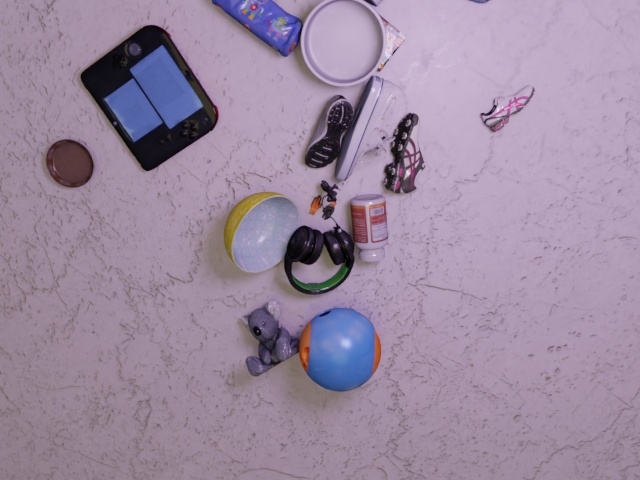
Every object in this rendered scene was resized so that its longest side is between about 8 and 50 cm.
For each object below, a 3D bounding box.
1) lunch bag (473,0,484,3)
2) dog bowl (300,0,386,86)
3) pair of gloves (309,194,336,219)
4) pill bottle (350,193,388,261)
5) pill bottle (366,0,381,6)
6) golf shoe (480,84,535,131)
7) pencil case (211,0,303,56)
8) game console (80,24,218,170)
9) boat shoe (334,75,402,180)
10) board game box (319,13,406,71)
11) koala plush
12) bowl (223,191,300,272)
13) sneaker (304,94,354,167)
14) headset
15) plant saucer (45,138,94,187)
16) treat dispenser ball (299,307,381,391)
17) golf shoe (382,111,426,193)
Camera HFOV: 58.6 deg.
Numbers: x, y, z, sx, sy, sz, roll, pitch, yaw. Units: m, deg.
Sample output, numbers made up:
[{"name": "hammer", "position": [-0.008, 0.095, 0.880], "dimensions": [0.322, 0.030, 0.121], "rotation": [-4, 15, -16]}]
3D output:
[{"name": "lunch bag", "position": [0.455, -0.843, 1.747], "dimensions": [0.219, 0.090, 0.176], "rotation": [18, 103, -4]}, {"name": "dog bowl", "position": [0.074, -0.622, 1.782], "dimensions": [0.265, 0.104, 0.265], "rotation": [2, 112, 6]}, {"name": "pair of gloves", "position": [0.008, -0.116, 2.001], "dimensions": [0.083, 0.010, 0.074], "rotation": [23, 104, -7]}, {"name": "pill bottle", "position": [0.170, -0.043, 1.958], "dimensions": [0.121, 0.121, 0.216], "rotation": [-5, 106, 3]}, {"name": "pill bottle", "position": [0.222, -0.893, 1.675], "dimensions": [0.210, 0.210, 0.363], "rotation": [38, 103, -8]}, {"name": "golf shoe", "position": [0.613, -0.445, 1.861], "dimensions": [0.186, 0.067, 0.086], "rotation": [-43, 99, 12]}, {"name": "pencil case", "position": [-0.191, -0.715, 1.785], "dimensions": [0.306, 0.119, 0.133], "rotation": [36, 93, -8]}, {"name": "game console", "position": [-0.560, -0.472, 1.895], "dimensions": [0.342, 0.060, 0.386], "rotation": [-31, 102, 9]}, {"name": "boat shoe", "position": [0.170, -0.343, 1.864], "dimensions": [0.156, 0.136, 0.367], "rotation": [16, 116, -13]}, {"name": "board game box", "position": [0.135, -0.680, 1.832], "dimensions": [0.259, 0.030, 0.136], "rotation": [37, 106, -8]}, {"name": "koala plush", "position": [-0.189, 0.342, 2.068], "dimensions": [0.196, 0.203, 0.221], "rotation": [-34, 81, 22]}, {"name": "bowl", "position": [-0.225, -0.051, 1.933], "dimensions": [0.156, 0.289, 0.289], "rotation": [34, 109, 36]}, {"name": "sneaker", "position": [0.027, -0.358, 1.897], "dimensions": [0.100, 0.108, 0.271], "rotation": [17, 122, -22]}, {"name": "headset", "position": [0.000, 0.000, 1.969], "dimensions": [0.243, 0.185, 0.394], "rotation": [0, 123, -20]}, {"name": "plant saucer", "position": [-0.863, -0.268, 1.975], "dimensions": [0.168, 0.029, 0.168], "rotation": [1, 106, 2]}, {"name": "treat dispenser ball", "position": [0.068, 0.380, 1.992], "dimensions": [0.288, 0.288, 0.288], "rotation": [0, 106, 2]}, {"name": "golf shoe", "position": [0.296, -0.290, 1.911], "dimensions": [0.120, 0.105, 0.273], "rotation": [6, 111, -18]}]
